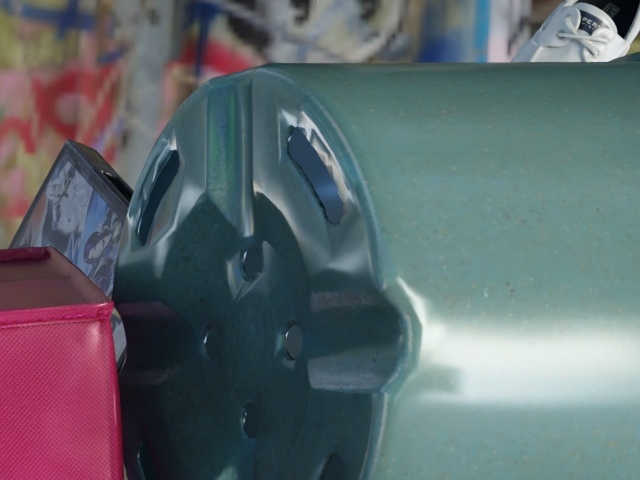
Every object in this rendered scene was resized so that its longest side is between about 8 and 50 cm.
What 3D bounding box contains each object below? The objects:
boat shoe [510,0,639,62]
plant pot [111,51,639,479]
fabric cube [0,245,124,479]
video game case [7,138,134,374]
[{"bbox_3d":[0.246,-0.192,1.807,0.095,0.258,0.084,30,141,6],"label":"boat shoe"},{"bbox_3d":[0.096,0.050,0.933,0.334,0.341,0.341,2,170,-32],"label":"plant pot"},{"bbox_3d":[-0.235,0.149,0.925,0.259,0.258,0.254,-4,-172,-13],"label":"fabric cube"},{"bbox_3d":[-0.200,0.089,1.377,0.035,0.275,0.248,23,-169,-32],"label":"video game case"}]
